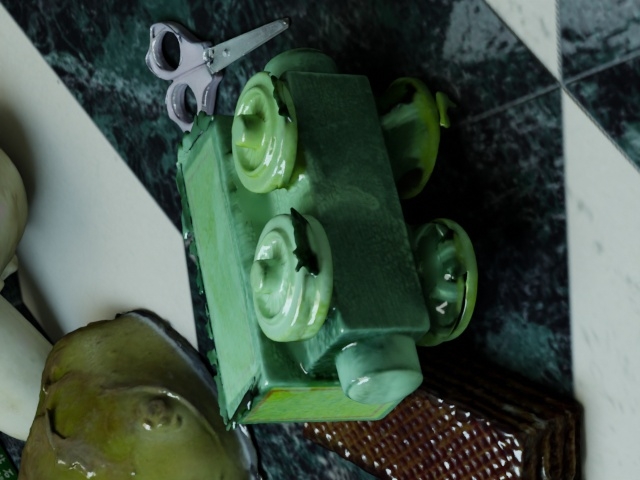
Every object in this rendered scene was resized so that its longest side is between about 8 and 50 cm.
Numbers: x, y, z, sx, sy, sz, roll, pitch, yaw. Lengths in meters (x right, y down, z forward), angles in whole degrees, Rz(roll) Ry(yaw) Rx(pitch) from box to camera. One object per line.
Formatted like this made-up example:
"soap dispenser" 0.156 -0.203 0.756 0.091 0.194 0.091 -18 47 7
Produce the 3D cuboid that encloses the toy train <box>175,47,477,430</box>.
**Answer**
"toy train" 0.000 0.000 1.243 0.188 0.159 0.272 -51 45 51

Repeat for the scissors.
"scissors" -0.081 -0.148 1.414 0.189 0.015 0.100 -19 92 52

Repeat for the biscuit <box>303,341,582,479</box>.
"biscuit" 0.083 0.134 1.325 0.252 0.070 0.106 25 127 42

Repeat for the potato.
"potato" -0.193 0.232 1.620 0.246 0.196 0.300 -9 101 51

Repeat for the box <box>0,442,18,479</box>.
"box" -0.408 0.303 2.051 0.132 0.034 0.235 58 143 10

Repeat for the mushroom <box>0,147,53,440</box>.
"mushroom" -0.372 0.051 1.708 0.336 0.314 0.314 44 152 -27
